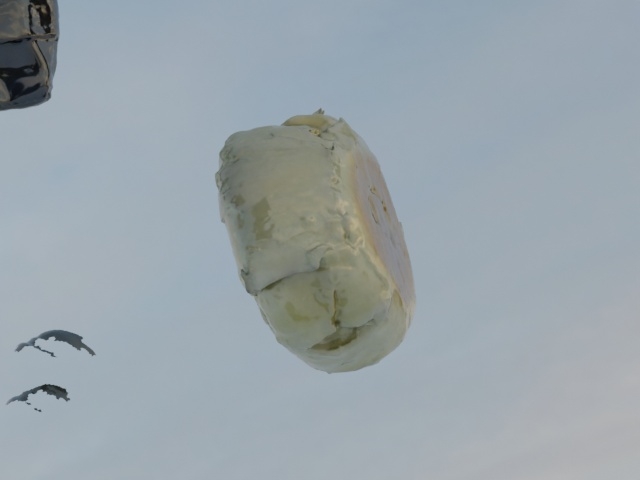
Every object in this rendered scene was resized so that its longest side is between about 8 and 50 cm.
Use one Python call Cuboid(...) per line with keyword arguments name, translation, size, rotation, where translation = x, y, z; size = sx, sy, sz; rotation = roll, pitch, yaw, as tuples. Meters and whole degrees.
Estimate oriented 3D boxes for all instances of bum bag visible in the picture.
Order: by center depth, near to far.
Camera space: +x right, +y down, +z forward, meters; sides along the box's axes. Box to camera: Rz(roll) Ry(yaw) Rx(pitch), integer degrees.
Cuboid(name="bum bag", translation=(-0.231, -0.205, 1.012), size=(0.137, 0.310, 0.074), rotation=(12, -28, -6))

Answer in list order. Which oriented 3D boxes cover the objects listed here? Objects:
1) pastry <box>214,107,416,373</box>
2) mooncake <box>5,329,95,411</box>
Cuboid(name="pastry", translation=(0.000, 0.000, 0.894), size=(0.088, 0.166, 0.166), rotation=(-19, -22, 13))
Cuboid(name="mooncake", translation=(-0.315, 0.133, 1.056), size=(0.150, 0.057, 0.347), rotation=(25, 26, 15))
